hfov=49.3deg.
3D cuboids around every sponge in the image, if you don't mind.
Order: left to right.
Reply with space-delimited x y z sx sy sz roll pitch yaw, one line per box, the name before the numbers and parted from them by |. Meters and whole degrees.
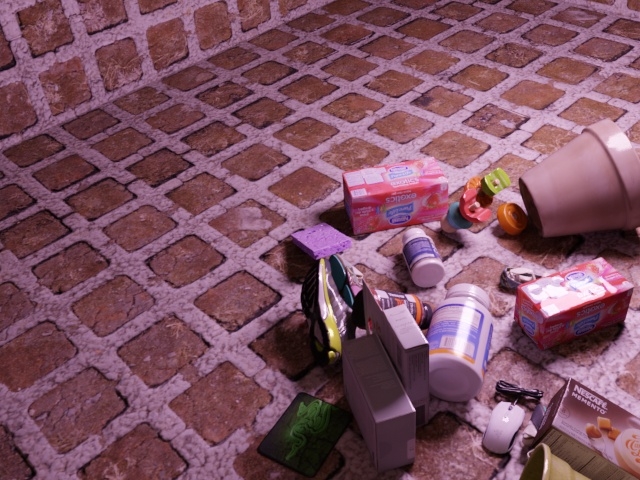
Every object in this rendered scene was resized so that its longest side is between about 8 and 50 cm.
sponge | 0.000 0.000 2.030 0.117 0.031 0.210 -19 19 -15

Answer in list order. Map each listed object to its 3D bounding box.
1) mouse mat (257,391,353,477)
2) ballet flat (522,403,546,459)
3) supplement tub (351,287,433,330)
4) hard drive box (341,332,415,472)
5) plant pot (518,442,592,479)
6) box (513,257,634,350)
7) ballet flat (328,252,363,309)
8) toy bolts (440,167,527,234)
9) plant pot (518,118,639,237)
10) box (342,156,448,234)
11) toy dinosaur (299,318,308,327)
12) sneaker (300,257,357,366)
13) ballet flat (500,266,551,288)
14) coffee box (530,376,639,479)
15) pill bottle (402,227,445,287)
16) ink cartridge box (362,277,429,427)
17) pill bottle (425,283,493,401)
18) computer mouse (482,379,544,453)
mouse mat | -0.033 0.434 1.578 0.152 0.007 0.190 17 44 27
ballet flat | 0.463 0.432 1.465 0.074 0.074 0.203 -6 41 1
supplement tub | 0.184 0.179 1.741 0.197 0.106 0.106 10 31 -29
hard drive box | 0.123 0.351 1.521 0.089 0.181 0.232 -13 40 -10
plant pot | 0.467 0.534 1.213 0.253 0.276 0.276 20 45 12
box | 0.626 0.156 1.736 0.256 0.123 0.128 -17 41 -13
ballet flat | 0.088 0.121 1.904 0.079 0.077 0.222 0 40 -22
toy bolts | 0.470 -0.076 2.077 0.228 0.158 0.218 -26 82 -37
plant pot | 0.732 -0.142 1.982 0.280 0.323 0.323 -22 39 7
box | 0.227 -0.139 2.138 0.299 0.142 0.154 -11 39 -6
toy dinosaur | -0.027 0.197 1.824 0.047 0.090 0.082 0 5 31
sneaker | 0.030 0.182 1.776 0.121 0.111 0.300 10 54 -29
ballet flat | 0.572 0.109 1.850 0.188 0.070 0.070 9 41 18
coffee box | 0.571 0.409 1.396 0.246 0.098 0.141 32 47 13
pill bottle | 0.281 0.043 1.946 0.094 0.094 0.169 -9 39 -4
ink cartridge box | 0.168 0.248 1.564 0.060 0.275 0.239 -15 40 -10
pill bottle | 0.328 0.233 1.661 0.152 0.152 0.272 8 40 17
computer mouse | 0.418 0.387 1.545 0.106 0.042 0.193 16 44 24
